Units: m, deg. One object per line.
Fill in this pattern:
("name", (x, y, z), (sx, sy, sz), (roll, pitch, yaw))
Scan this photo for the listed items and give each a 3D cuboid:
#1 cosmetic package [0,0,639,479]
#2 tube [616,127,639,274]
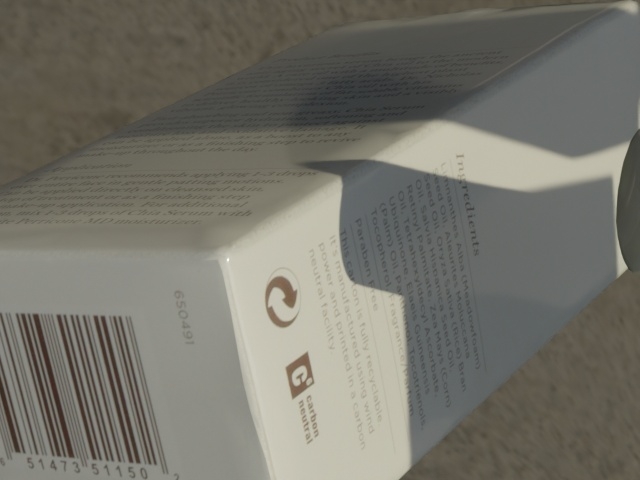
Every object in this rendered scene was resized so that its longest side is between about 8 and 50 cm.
("cosmetic package", (0.000, 0.000, 0.997), (0.230, 0.453, 0.161), (0, 111, 35))
("tube", (0.242, -0.008, 0.718), (0.240, 0.062, 0.070), (6, 113, -9))
